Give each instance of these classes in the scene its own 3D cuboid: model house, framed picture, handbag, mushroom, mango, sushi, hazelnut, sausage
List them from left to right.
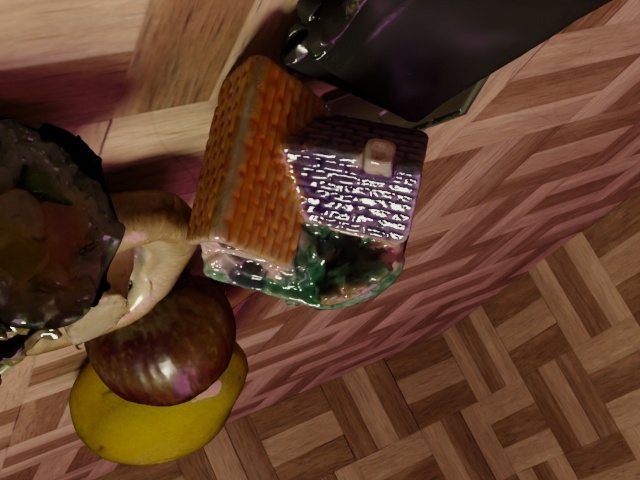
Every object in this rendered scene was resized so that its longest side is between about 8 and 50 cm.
[{"bbox_3d":[-0.316,0.016,0.755,0.219,0.238,0.225,-44,169,32],"label":"sushi"},{"bbox_3d":[-0.277,0.034,1.004,0.278,0.146,0.278,-25,154,-13],"label":"mushroom"},{"bbox_3d":[-0.245,0.152,1.319,0.233,0.218,0.218,-25,164,-6],"label":"hazelnut"},{"bbox_3d":[-0.289,0.287,1.581,0.301,0.221,0.445,24,144,-33],"label":"mango"},{"bbox_3d":[-0.159,0.094,1.511,0.078,0.078,0.304,-10,161,-45],"label":"sausage"},{"bbox_3d":[-0.019,-0.045,0.889,0.237,0.202,0.237,17,170,8],"label":"model house"},{"bbox_3d":[0.114,-0.184,1.169,0.281,0.019,0.209,-22,163,-18],"label":"framed picture"},{"bbox_3d":[0.122,-0.238,0.848,0.285,0.114,0.257,-29,160,35],"label":"handbag"}]

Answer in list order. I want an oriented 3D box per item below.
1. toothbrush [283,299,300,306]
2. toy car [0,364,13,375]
[{"bbox_3d":[-0.084,0.112,1.775,0.028,0.026,0.294,-13,166,7],"label":"toothbrush"},{"bbox_3d":[-0.523,0.208,1.211,0.235,0.145,0.235,-34,180,0],"label":"toy car"}]
